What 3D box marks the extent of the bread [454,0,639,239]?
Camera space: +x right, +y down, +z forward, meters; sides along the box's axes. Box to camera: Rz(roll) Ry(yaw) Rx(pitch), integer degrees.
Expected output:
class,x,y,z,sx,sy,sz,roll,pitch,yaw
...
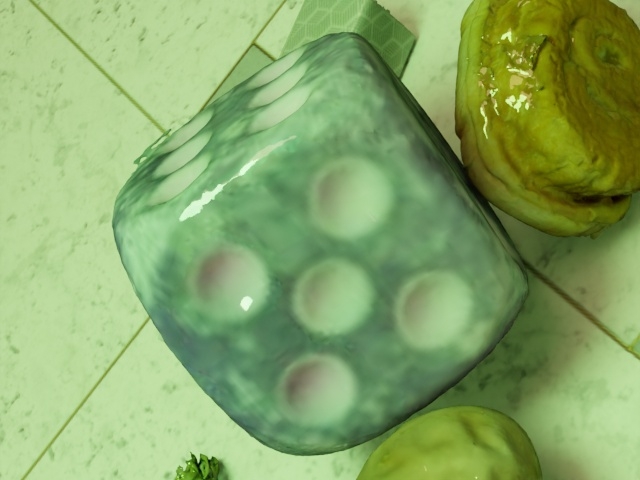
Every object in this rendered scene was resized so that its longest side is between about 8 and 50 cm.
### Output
class,x,y,z,sx,sy,sz,roll,pitch,yaw
bread,0.205,-0.124,1.279,0.120,0.198,0.236,-24,53,47

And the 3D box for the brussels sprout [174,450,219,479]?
class,x,y,z,sx,sy,sz,roll,pitch,yaw
brussels sprout,-0.128,0.248,1.456,0.085,0.058,0.085,-58,14,23

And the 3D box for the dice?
class,x,y,z,sx,sy,sz,roll,pitch,yaw
dice,0.000,0.000,1.272,0.270,0.271,0.270,-35,18,9

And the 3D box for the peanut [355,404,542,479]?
class,x,y,z,sx,sy,sz,roll,pitch,yaw
peanut,0.086,0.321,1.168,0.192,0.169,0.387,16,83,6

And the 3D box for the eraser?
class,x,y,z,sx,sy,sz,roll,pitch,yaw
eraser,-0.032,-0.060,1.507,0.096,0.098,0.404,13,76,43
